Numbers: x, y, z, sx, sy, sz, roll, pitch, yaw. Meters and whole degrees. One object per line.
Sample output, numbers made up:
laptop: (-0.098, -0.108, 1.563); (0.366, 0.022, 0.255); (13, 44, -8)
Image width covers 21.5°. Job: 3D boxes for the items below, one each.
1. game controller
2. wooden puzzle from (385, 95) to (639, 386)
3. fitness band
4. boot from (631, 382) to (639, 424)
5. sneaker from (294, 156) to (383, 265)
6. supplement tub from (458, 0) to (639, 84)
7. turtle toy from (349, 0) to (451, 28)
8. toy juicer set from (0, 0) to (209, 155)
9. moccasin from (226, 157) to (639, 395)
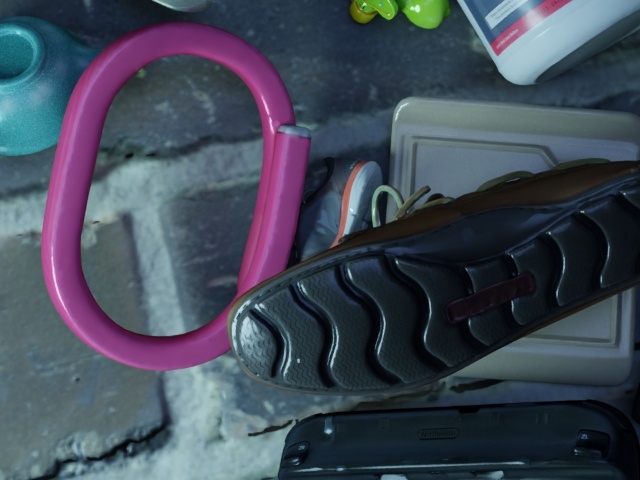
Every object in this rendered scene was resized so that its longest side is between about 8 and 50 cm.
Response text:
game controller: (0.105, 0.217, 1.357); (0.319, 0.067, 0.167); (-6, 86, 30)
wooden puzzle: (0.165, 0.002, 1.463); (0.220, 0.044, 0.239); (4, 88, -1)
fitness band: (-0.121, -0.036, 1.404); (0.209, 0.054, 0.291); (11, 92, -23)
boot: (0.438, 0.074, 1.426); (0.338, 0.118, 0.223); (12, 80, -3)
sneaker: (0.000, 0.000, 1.457); (0.064, 0.061, 0.158); (19, 80, 24)
supplement tub: (0.175, -0.287, 1.416); (0.191, 0.191, 0.272); (-30, 86, -4)
turtle toy: (0.059, -0.235, 1.465); (0.066, 0.095, 0.130); (-36, 86, -26)
toy juicer set: (-0.279, -0.161, 1.455); (0.329, 0.089, 0.209); (-38, 66, -13)
moccasin: (0.104, 0.019, 1.379); (0.380, 0.147, 0.139); (-25, 105, -6)
